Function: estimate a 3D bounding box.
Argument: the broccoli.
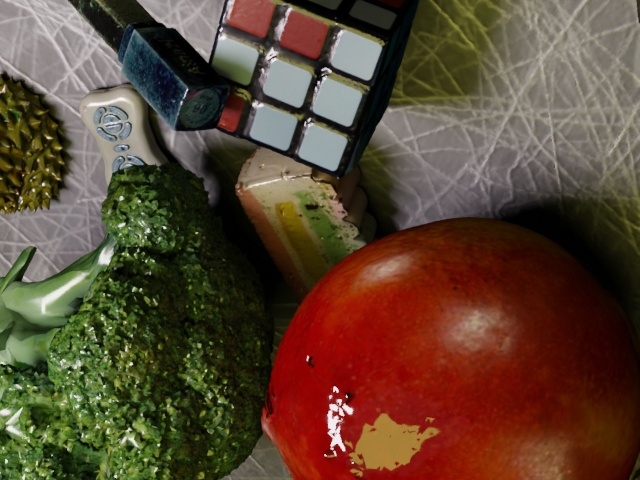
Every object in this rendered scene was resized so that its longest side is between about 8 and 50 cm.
[{"bbox_3d":[-0.192,0.125,1.868,0.321,0.413,0.310,23,174,-42],"label":"broccoli"}]

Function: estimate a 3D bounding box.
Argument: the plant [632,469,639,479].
[{"bbox_3d":[0.392,0.281,1.969,0.122,0.104,0.116,21,170,-32],"label":"plant"}]

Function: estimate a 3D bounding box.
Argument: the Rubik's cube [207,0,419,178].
[{"bbox_3d":[-0.007,-0.181,1.755,0.163,0.160,0.162,22,123,3],"label":"Rubik's cube"}]

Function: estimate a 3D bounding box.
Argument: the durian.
[{"bbox_3d":[-0.342,-0.092,1.942,0.119,0.108,0.186,-20,112,26],"label":"durian"}]

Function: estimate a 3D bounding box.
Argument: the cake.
[{"bbox_3d":[0.002,-0.016,1.923,0.109,0.090,0.225,-10,134,20],"label":"cake"}]

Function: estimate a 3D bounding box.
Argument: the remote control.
[{"bbox_3d":[-0.202,-0.102,1.938,0.074,0.032,0.122,-9,115,22],"label":"remote control"}]

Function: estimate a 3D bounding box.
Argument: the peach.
[{"bbox_3d":[0.126,0.156,1.787,0.370,0.370,0.370,8,121,13],"label":"peach"}]

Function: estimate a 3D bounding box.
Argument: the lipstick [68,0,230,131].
[{"bbox_3d":[-0.189,-0.210,1.765,0.312,0.051,0.051,48,132,37],"label":"lipstick"}]

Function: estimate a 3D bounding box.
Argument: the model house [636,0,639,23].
[{"bbox_3d":[0.426,-0.187,1.625,0.243,0.211,0.204,-27,156,0],"label":"model house"}]
